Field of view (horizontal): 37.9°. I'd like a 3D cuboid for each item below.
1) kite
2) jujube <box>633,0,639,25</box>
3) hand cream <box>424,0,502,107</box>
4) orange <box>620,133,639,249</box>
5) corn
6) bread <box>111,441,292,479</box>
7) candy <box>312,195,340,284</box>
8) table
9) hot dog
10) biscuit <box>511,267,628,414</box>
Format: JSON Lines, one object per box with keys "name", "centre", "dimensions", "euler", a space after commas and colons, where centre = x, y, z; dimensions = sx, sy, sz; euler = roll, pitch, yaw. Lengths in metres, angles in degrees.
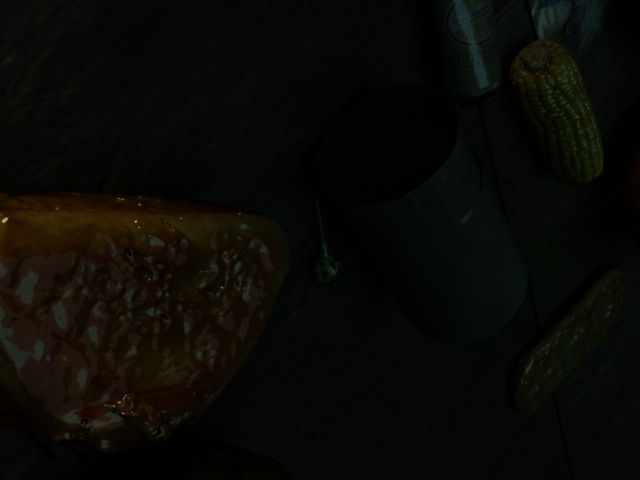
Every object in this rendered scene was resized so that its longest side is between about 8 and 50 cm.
{"name": "kite", "centre": [0.234, -0.296, 0.905], "dimensions": [0.169, 0.015, 0.310], "euler": [-55, 141, -10]}
{"name": "jujube", "centre": [0.439, -0.257, 1.037], "dimensions": [0.236, 0.168, 0.168], "euler": [-5, 114, -35]}
{"name": "hand cream", "centre": [0.115, -0.221, 0.793], "dimensions": [0.086, 0.055, 0.235], "euler": [-33, 124, -31]}
{"name": "orange", "centre": [0.496, -0.060, 1.116], "dimensions": [0.261, 0.261, 0.261], "euler": [-24, 126, -37]}
{"name": "corn", "centre": [0.250, -0.127, 0.968], "dimensions": [0.072, 0.072, 0.203], "euler": [-54, 140, -11]}
{"name": "bread", "centre": [-0.118, 0.263, 0.745], "dimensions": [0.230, 0.123, 0.230], "euler": [-30, 133, -39]}
{"name": "candy", "centre": [0.000, 0.000, 0.812], "dimensions": [0.023, 0.025, 0.083], "euler": [-54, 138, -56]}
{"name": "table", "centre": [0.094, -0.016, 0.817], "dimensions": [0.126, 0.126, 0.220], "euler": [-51, 138, -14]}
{"name": "hot dog", "centre": [-0.143, 0.050, 0.591], "dimensions": [0.256, 0.150, 0.153], "euler": [-1, 102, -47]}
{"name": "biscuit", "centre": [0.329, 0.131, 1.216], "dimensions": [0.247, 0.029, 0.118], "euler": [-41, 135, -24]}
